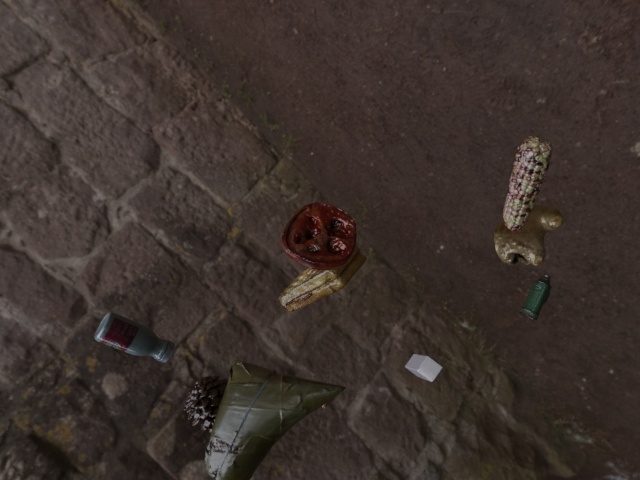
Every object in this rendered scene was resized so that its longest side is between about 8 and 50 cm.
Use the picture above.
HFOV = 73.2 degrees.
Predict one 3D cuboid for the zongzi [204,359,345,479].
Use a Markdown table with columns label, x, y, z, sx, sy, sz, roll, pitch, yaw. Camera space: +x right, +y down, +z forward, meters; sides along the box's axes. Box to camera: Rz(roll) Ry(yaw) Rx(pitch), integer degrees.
| label | x | y | z | sx | sy | sz | roll | pitch | yaw |
| --- | --- | --- | --- | --- | --- | --- | --- | --- | --- |
| zongzi | -0.145 | 0.573 | 1.298 | 0.393 | 0.355 | 0.174 | 4 | 154 | 24 |

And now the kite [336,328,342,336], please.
| label | x | y | z | sx | sy | sz | roll | pitch | yaw |
| --- | --- | --- | --- | --- | --- | --- | --- | --- | --- |
| kite | 0.086 | 0.399 | 1.820 | 0.078 | 0.002 | 0.044 | 59 | 170 | -31 |

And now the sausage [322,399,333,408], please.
| label | x | y | z | sx | sy | sz | roll | pitch | yaw |
| --- | --- | --- | --- | --- | --- | --- | --- | --- | --- |
| sausage | 0.041 | 0.803 | 2.162 | 0.158 | 0.036 | 0.041 | 11 | -115 | -72 |

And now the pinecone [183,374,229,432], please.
| label | x | y | z | sx | sy | sz | roll | pitch | yaw |
| --- | --- | --- | --- | --- | --- | --- | --- | --- | --- |
| pinecone | -0.366 | 0.571 | 1.501 | 0.205 | 0.184 | 0.179 | 36 | 149 | -15 |

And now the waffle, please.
| label | x | y | z | sx | sy | sz | roll | pitch | yaw |
| --- | --- | --- | --- | --- | --- | --- | --- | --- | --- |
| waffle | 0.004 | 0.144 | 1.644 | 0.328 | 0.224 | 0.098 | -34 | 96 | 40 |

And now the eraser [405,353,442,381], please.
| label | x | y | z | sx | sy | sz | roll | pitch | yaw |
| --- | --- | --- | --- | --- | --- | --- | --- | --- | --- |
| eraser | 0.446 | 0.553 | 1.885 | 0.076 | 0.078 | 0.298 | 38 | 170 | 9 |

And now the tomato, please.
| label | x | y | z | sx | sy | sz | roll | pitch | yaw |
| --- | --- | --- | --- | --- | --- | --- | --- | --- | --- |
| tomato | -0.002 | 0.003 | 1.294 | 0.228 | 0.228 | 0.101 | 32 | 150 | 23 |

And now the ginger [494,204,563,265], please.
| label | x | y | z | sx | sy | sz | roll | pitch | yaw |
| --- | --- | --- | --- | --- | --- | --- | --- | --- | --- |
| ginger | 0.721 | -0.028 | 1.488 | 0.222 | 0.275 | 0.130 | -16 | 133 | 28 |

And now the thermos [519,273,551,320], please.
| label | x | y | z | sx | sy | sz | roll | pitch | yaw |
| --- | --- | --- | --- | --- | --- | --- | --- | --- | --- |
| thermos | 0.895 | 0.231 | 1.767 | 0.083 | 0.187 | 0.073 | 26 | 179 | 13 |

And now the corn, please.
| label | x | y | z | sx | sy | sz | roll | pitch | yaw |
| --- | --- | --- | --- | --- | --- | --- | --- | --- | --- |
| corn | 0.573 | -0.158 | 1.216 | 0.092 | 0.092 | 0.280 | 27 | 128 | 32 |

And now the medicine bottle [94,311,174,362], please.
| label | x | y | z | sx | sy | sz | roll | pitch | yaw |
| --- | --- | --- | --- | --- | --- | --- | --- | --- | --- |
| medicine bottle | -0.552 | 0.297 | 1.294 | 0.217 | 0.090 | 0.090 | 33 | 161 | -27 |
